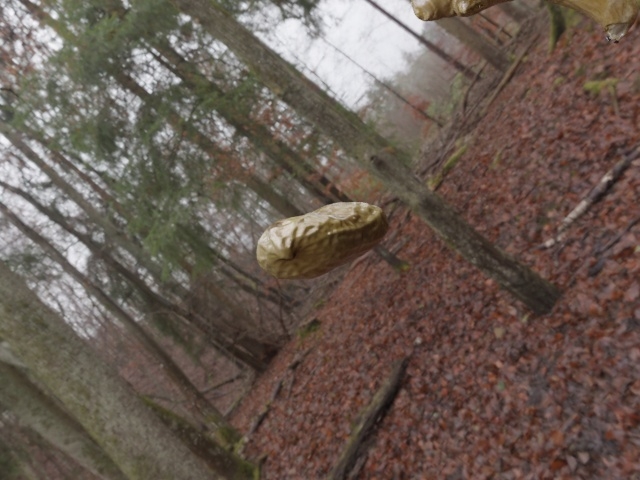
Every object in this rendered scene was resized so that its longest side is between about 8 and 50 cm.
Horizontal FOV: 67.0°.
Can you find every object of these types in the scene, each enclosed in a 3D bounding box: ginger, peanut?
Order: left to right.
[{"bbox_3d":[0.000,0.000,0.817,0.196,0.110,0.233,-24,-2,42],"label":"peanut"},{"bbox_3d":[0.208,-0.321,0.586,0.148,0.333,0.081,-62,-22,-24],"label":"ginger"}]
